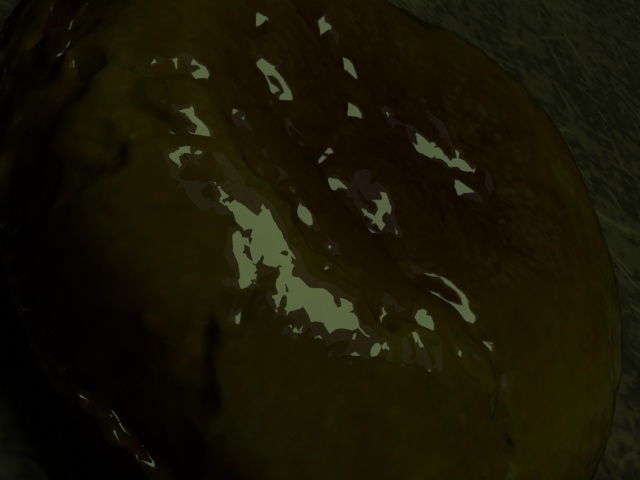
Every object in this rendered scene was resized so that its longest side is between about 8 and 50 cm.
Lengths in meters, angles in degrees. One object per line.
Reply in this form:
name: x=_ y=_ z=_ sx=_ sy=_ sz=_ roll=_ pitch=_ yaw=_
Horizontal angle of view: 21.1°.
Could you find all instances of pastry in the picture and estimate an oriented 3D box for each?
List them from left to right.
pastry: x=0.000 y=0.000 z=0.797 sx=0.356 sy=0.164 sz=0.356 roll=33 pitch=31 yaw=-23
